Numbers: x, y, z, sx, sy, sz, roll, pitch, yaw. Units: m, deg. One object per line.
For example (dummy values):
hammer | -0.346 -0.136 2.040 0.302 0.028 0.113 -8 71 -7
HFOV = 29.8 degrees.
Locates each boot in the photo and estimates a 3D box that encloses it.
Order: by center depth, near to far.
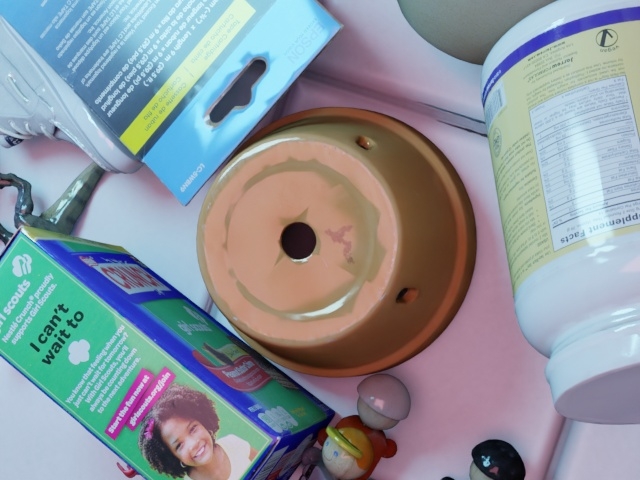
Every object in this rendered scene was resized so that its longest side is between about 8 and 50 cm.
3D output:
boot | -0.302 -0.139 1.334 0.123 0.095 0.258 -45 67 15

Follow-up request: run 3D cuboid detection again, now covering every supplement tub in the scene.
supplement tub | 0.277 -0.028 1.047 0.241 0.241 0.331 -11 65 13

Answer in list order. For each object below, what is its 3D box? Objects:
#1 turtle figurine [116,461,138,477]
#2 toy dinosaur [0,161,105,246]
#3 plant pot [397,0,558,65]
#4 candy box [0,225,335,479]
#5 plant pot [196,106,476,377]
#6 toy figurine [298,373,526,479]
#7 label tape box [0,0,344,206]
turtle figurine | -0.164 0.325 1.289 0.175 0.118 0.234 16 96 -28
toy dinosaur | -0.329 -0.011 1.357 0.118 0.064 0.268 29 92 6
plant pot | 0.174 -0.282 1.158 0.284 0.284 0.191 39 132 11
candy box | -0.162 0.130 1.207 0.317 0.268 0.122 36 94 11
plant pot | 0.000 0.000 1.204 0.291 0.203 0.290 0 89 14
toy figurine | 0.083 0.246 1.178 0.213 0.209 0.148 32 107 10
label tape box | -0.149 -0.227 1.233 0.333 0.106 0.240 46 102 16
